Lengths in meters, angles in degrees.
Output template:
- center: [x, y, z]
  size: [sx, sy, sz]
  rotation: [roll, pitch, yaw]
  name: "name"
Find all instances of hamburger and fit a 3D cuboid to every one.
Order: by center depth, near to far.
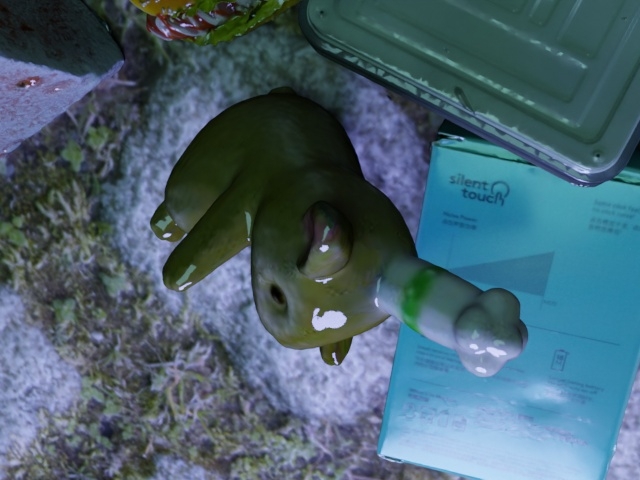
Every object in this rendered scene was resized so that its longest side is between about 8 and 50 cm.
- center: [-0.076, -0.262, 0.752]
  size: [0.210, 0.116, 0.173]
  rotation: [-23, 101, 19]
  name: "hamburger"

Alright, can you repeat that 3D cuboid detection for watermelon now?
- center: [-0.276, -0.192, 0.801]
  size: [0.213, 0.289, 0.320]
  rotation: [6, 100, -17]
  name: "watermelon"

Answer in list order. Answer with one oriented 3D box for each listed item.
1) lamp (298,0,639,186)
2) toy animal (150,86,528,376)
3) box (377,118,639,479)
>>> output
- center: [0.154, -0.210, 0.682]
  size: [0.269, 0.047, 0.267]
  rotation: [28, 88, 8]
  name: "lamp"
- center: [-0.011, 0.012, 0.706]
  size: [0.181, 0.363, 0.180]
  rotation: [22, 110, -29]
  name: "toy animal"
- center: [0.176, 0.059, 0.793]
  size: [0.205, 0.118, 0.312]
  rotation: [11, 112, 9]
  name: "box"
